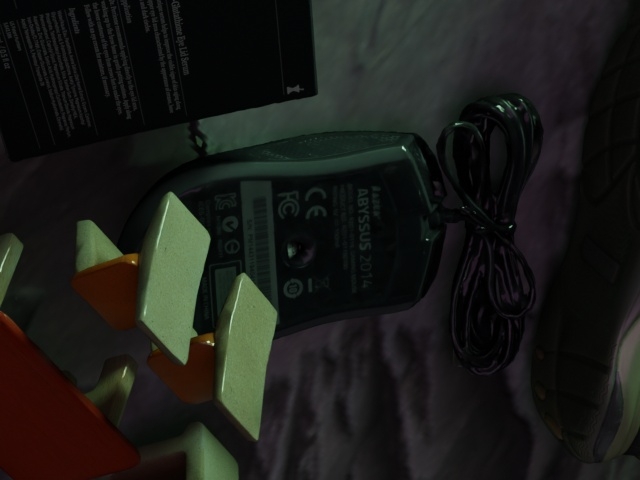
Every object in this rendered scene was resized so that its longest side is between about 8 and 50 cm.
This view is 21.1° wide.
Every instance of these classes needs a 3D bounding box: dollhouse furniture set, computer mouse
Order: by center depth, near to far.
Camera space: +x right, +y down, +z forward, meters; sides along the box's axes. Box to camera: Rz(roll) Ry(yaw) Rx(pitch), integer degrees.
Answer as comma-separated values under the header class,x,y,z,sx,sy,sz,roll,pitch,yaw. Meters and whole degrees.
class,x,y,z,sx,sy,sz,roll,pitch,yaw
dollhouse furniture set,-0.146,0.124,0.990,0.262,0.135,0.259,-17,134,23
computer mouse,0.000,0.000,1.065,0.272,0.072,0.188,-4,110,-19

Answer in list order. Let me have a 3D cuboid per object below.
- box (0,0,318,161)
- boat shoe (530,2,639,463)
class,x,y,z,sx,sy,sz,roll,pitch,yaw
box,-0.103,-0.167,0.898,0.184,0.103,0.261,-11,150,-4
boat shoe,0.239,-0.023,1.075,0.130,0.132,0.355,6,116,-21
